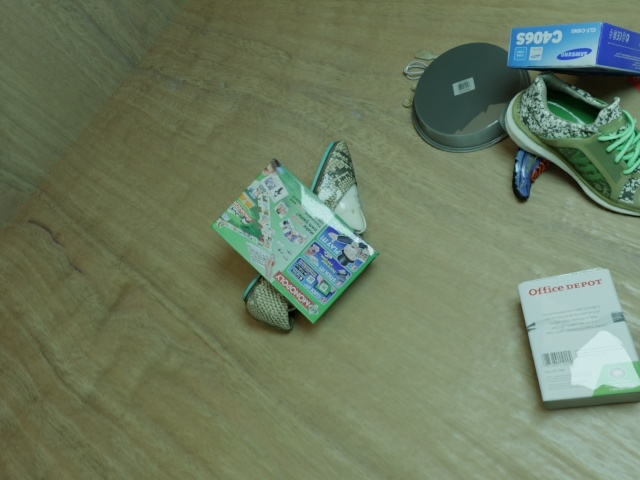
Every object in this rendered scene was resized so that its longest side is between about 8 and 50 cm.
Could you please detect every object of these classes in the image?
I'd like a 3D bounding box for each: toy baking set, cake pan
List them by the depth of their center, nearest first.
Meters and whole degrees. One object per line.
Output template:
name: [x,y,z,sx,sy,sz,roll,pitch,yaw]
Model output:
cake pan: [0.359,-0.360,1.257,0.293,0.054,0.293,-9,70,25]
toy baking set: [0.314,-0.435,1.364,0.197,0.030,0.256,-5,62,25]

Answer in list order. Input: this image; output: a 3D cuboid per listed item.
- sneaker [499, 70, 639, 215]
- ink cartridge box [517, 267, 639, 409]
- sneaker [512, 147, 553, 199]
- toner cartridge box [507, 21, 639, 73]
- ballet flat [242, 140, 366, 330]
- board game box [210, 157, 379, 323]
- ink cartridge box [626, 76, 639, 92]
sneaker: [0.544,-0.188,0.978,0.410,0.182,0.158,34,84,15]
ink cartridge box: [0.459,0.176,0.918,0.160,0.092,0.219,-13,59,21]
sneaker: [0.477,-0.188,1.117,0.087,0.083,0.221,17,77,25]
toner cartridge box: [0.535,-0.373,1.025,0.165,0.348,0.075,17,112,45]
ballet flat: [0.000,0.000,1.238,0.182,0.164,0.482,28,85,14]
board game box: [-0.058,-0.001,1.147,0.317,0.046,0.213,43,90,5]
ink cartridge box: [0.818,-0.336,1.030,0.275,0.060,0.238,-26,56,13]
